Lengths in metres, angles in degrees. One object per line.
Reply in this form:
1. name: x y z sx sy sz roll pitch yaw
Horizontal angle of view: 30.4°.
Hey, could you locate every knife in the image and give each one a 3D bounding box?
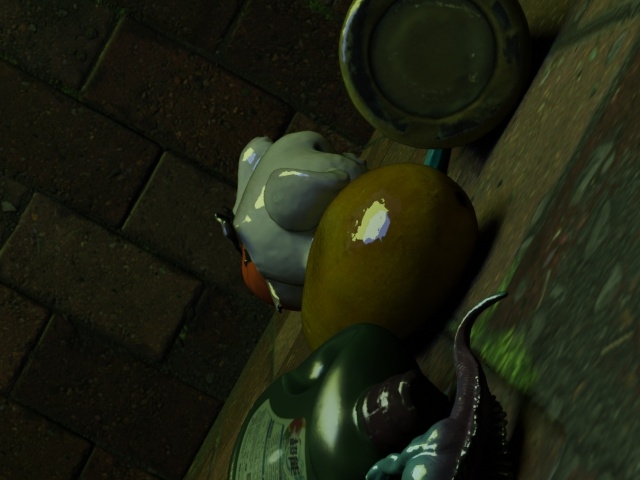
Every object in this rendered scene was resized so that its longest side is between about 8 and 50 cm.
1. knife: 0.116 -0.061 1.240 0.044 0.026 0.296 -57 2 26

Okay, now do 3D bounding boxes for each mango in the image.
1. mango: 0.041 0.022 0.907 0.227 0.099 0.136 127 145 -54

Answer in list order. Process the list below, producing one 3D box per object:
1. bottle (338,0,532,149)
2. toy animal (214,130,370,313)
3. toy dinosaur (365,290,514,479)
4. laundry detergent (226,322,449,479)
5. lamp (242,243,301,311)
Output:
1. bottle: 0.111 -0.190 1.194 0.172 0.171 0.351 -61 1 10
2. toy animal: -0.004 -0.006 1.141 0.154 0.209 0.325 -31 15 0
3. toy dinosaur: 0.055 0.112 0.539 0.080 0.045 0.197 -35 31 53
4. laundry detergent: 0.013 0.114 0.714 0.222 0.078 0.144 131 155 -53
5. lamp: -0.022 0.008 1.648 0.187 0.163 0.188 -172 90 -72
